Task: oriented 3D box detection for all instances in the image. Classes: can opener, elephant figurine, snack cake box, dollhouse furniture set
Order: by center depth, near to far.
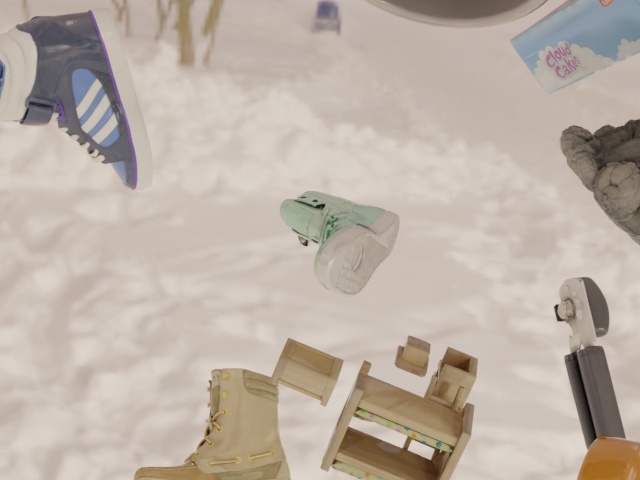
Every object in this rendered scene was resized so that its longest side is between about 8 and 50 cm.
[{"bbox_3d":[0.044,0.151,1.119,0.182,0.101,0.161,22,23,2],"label":"dollhouse furniture set"},{"bbox_3d":[0.369,-0.111,1.142,0.186,0.239,0.169,30,26,-50],"label":"elephant figurine"},{"bbox_3d":[0.354,-0.269,1.365,0.152,0.089,0.264,-37,5,-17],"label":"snack cake box"},{"bbox_3d":[0.428,0.188,1.833,0.093,0.280,0.074,-3,-15,-18],"label":"can opener"}]

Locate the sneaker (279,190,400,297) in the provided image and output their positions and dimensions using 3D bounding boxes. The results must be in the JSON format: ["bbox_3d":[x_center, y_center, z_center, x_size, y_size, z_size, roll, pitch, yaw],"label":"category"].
[{"bbox_3d":[0.000,0.000,1.556,0.151,0.094,0.256,16,16,15],"label":"sneaker"}]

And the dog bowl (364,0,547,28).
[{"bbox_3d":[0.139,-0.375,1.348,0.349,0.102,0.349,15,-26,7],"label":"dog bowl"}]

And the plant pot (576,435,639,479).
[{"bbox_3d":[0.410,0.345,1.380,0.188,0.205,0.205,5,11,30],"label":"plant pot"}]

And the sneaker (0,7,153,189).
[{"bbox_3d":[-0.409,-0.198,1.861,0.236,0.322,0.130,-18,34,-14],"label":"sneaker"}]

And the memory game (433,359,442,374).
[{"bbox_3d":[0.233,0.308,2.159,0.012,0.186,0.186,-7,8,21],"label":"memory game"}]

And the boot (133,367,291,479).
[{"bbox_3d":[-0.168,0.296,1.797,0.262,0.203,0.095,5,-23,-29],"label":"boot"}]
